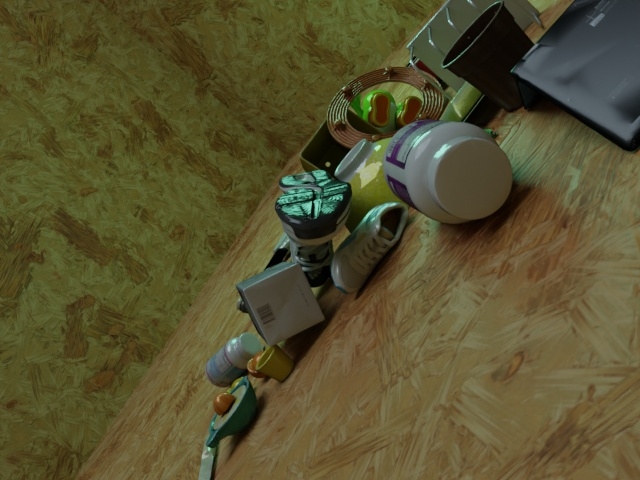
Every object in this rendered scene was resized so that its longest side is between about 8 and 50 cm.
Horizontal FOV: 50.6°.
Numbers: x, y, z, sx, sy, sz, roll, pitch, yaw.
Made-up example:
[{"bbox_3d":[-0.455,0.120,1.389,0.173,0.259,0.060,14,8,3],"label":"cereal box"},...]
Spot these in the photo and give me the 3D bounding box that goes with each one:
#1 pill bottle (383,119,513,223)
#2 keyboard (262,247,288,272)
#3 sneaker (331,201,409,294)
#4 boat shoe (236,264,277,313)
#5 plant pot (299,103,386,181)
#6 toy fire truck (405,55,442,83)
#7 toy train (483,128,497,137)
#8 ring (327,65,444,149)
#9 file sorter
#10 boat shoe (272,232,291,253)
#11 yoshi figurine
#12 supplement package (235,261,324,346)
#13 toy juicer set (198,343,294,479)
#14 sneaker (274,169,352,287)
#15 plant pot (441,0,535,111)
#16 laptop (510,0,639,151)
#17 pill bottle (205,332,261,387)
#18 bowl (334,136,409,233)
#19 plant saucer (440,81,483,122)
[{"bbox_3d":[0.215,-0.120,1.160,0.169,0.169,0.301,-50,12,5],"label":"pill bottle"},{"bbox_3d":[-0.175,0.099,2.201,0.192,0.038,0.100,-56,-21,12],"label":"keyboard"},{"bbox_3d":[0.102,0.009,1.405,0.229,0.087,0.092,-58,15,-20],"label":"sneaker"},{"bbox_3d":[-0.177,0.158,2.125,0.206,0.065,0.075,-46,-29,-36],"label":"boat shoe"},{"bbox_3d":[0.070,-0.237,2.028,0.212,0.212,0.187,-55,-4,-17],"label":"plant pot"},{"bbox_3d":[0.374,-0.542,1.971,0.217,0.158,0.246,-49,1,10],"label":"toy fire truck"},{"bbox_3d":[0.333,-0.212,1.367,0.024,0.017,0.083,-60,11,6],"label":"toy train"},{"bbox_3d":[0.177,-0.379,1.893,0.336,0.032,0.337,-10,50,12],"label":"ring"},{"bbox_3d":[0.374,-0.495,1.650,0.278,0.193,0.173,-46,15,27],"label":"file sorter"},{"bbox_3d":[-0.087,-0.072,2.331,0.302,0.103,0.113,-57,12,-24],"label":"boat shoe"},{"bbox_3d":[0.195,-0.415,2.141,0.203,0.203,0.362,-37,8,-7],"label":"yoshi figurine"},{"bbox_3d":[-0.098,0.136,1.523,0.134,0.139,0.244,-25,3,-11],"label":"supplement package"},{"bbox_3d":[-0.199,0.360,1.471,0.329,0.089,0.209,-54,12,-12],"label":"toy juicer set"},{"bbox_3d":[0.001,0.000,1.534,0.169,0.257,0.447,-11,15,-1],"label":"sneaker"},{"bbox_3d":[0.358,-0.356,1.341,0.167,0.165,0.167,-49,12,14],"label":"plant pot"},{"bbox_3d":[0.508,-0.320,1.024,0.382,0.236,0.408,-49,40,13],"label":"laptop"},{"bbox_3d":[-0.222,0.304,1.736,0.160,0.087,0.087,-44,14,33],"label":"pill bottle"},{"bbox_3d":[0.128,-0.151,1.621,0.289,0.156,0.289,-48,12,14],"label":"bowl"},{"bbox_3d":[0.334,-0.324,1.509,0.188,0.045,0.188,-53,-5,-5],"label":"plant saucer"}]
